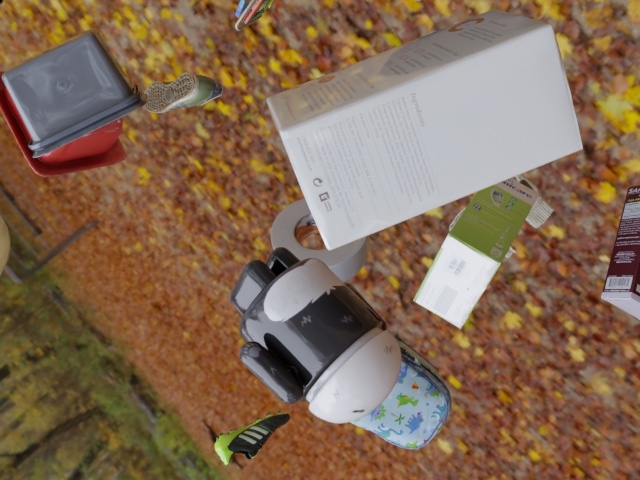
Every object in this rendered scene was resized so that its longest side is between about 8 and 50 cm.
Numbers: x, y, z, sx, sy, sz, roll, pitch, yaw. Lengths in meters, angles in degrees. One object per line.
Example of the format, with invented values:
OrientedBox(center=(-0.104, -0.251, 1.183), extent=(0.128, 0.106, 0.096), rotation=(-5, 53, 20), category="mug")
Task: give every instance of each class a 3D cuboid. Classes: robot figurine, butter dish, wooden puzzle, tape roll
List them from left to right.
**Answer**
OrientedBox(center=(-0.326, -0.182, 1.070), extent=(0.118, 0.160, 0.160), rotation=(-32, 84, 38), category="butter dish")
OrientedBox(center=(-0.076, -0.309, 1.047), extent=(0.014, 0.116, 0.078), rotation=(40, 139, 1), category="wooden puzzle")
OrientedBox(center=(-0.009, 0.142, 1.202), extent=(0.278, 0.209, 0.173), rotation=(44, 170, 16), category="robot figurine")
OrientedBox(center=(0.000, 0.000, 1.820), extent=(0.219, 0.219, 0.072), rotation=(36, 151, 32), category="tape roll")

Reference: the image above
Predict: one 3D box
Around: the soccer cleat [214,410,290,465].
OrientedBox(center=(-0.139, 0.423, 1.726), extent=(0.072, 0.179, 0.060), rotation=(62, 153, 18), category="soccer cleat")

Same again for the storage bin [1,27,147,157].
OrientedBox(center=(-0.268, -0.165, 0.870), extent=(0.098, 0.135, 0.091), rotation=(-120, 5, -67), category="storage bin")

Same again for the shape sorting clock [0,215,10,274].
OrientedBox(center=(-0.617, 0.018, 1.332), extent=(0.206, 0.206, 0.040), rotation=(44, 159, 12), category="shape sorting clock")

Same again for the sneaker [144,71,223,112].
OrientedBox(center=(-0.266, -0.284, 1.585), extent=(0.192, 0.086, 0.064), rotation=(-4, 87, 50), category="sneaker")

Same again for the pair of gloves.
OrientedBox(center=(0.460, -0.051, 2.023), extent=(0.204, 0.240, 0.042), rotation=(43, -174, -31), category="pair of gloves")

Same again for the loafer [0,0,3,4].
OrientedBox(center=(-0.516, -0.443, 1.317), extent=(0.039, 0.125, 0.045), rotation=(28, -167, 37), category="loafer")

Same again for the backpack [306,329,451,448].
OrientedBox(center=(0.173, 0.394, 2.140), extent=(0.355, 0.290, 0.273), rotation=(35, 179, -27), category="backpack")

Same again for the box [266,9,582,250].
OrientedBox(center=(0.124, -0.155, 1.060), extent=(0.215, 0.345, 0.168), rotation=(-111, -1, -68), category="box")

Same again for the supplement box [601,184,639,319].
OrientedBox(center=(0.637, 0.024, 1.566), extent=(0.130, 0.239, 0.073), rotation=(27, 164, -26), category="supplement box")

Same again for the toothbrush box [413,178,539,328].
OrientedBox(center=(0.330, 0.013, 1.702), extent=(0.122, 0.283, 0.206), rotation=(31, 134, 11), category="toothbrush box")
